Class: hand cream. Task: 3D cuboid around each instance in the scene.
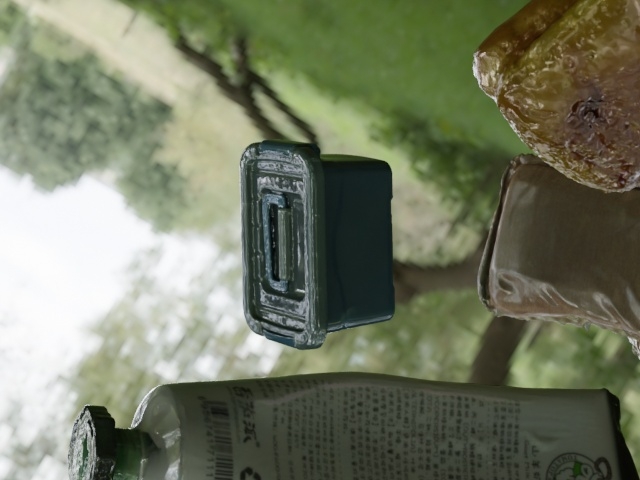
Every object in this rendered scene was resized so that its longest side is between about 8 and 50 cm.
[{"bbox_3d":[0.033,0.125,0.946,0.336,0.121,0.076,7,158,-24],"label":"hand cream"}]

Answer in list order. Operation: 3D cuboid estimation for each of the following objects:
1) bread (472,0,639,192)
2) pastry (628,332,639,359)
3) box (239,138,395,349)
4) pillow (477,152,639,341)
[{"bbox_3d":[0.204,-0.128,0.850,0.139,0.271,0.077,29,-146,-44],"label":"bread"},{"bbox_3d":[0.360,0.057,1.782,0.093,0.182,0.192,-9,152,-5],"label":"pastry"},{"bbox_3d":[0.000,0.000,0.872,0.054,0.099,0.074,-6,-170,-32],"label":"box"},{"bbox_3d":[0.225,0.011,1.398,0.211,0.135,0.034,13,177,32],"label":"pillow"}]
